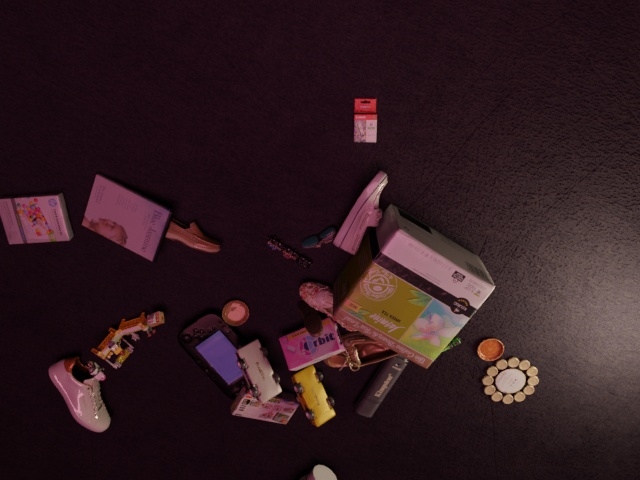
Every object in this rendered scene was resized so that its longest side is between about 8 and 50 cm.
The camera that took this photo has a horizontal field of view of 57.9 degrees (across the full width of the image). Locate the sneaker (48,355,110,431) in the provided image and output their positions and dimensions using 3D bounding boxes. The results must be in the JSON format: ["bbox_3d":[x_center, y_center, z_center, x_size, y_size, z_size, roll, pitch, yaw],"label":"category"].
[{"bbox_3d":[-0.768,0.511,1.916,0.123,0.106,0.290,-24,109,14],"label":"sneaker"}]

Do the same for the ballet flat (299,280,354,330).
[{"bbox_3d":[0.047,0.197,1.775,0.241,0.077,0.091,33,71,-17],"label":"ballet flat"}]

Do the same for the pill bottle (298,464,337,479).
[{"bbox_3d":[-0.042,0.913,2.057,0.131,0.131,0.229,29,111,-11],"label":"pill bottle"}]

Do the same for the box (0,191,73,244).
[{"bbox_3d":[-0.843,-0.065,1.713,0.187,0.038,0.145,-3,113,2],"label":"box"}]

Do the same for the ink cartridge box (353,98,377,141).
[{"bbox_3d":[0.122,-0.328,1.585,0.063,0.029,0.115,1,113,1],"label":"ink cartridge box"}]

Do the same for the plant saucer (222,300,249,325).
[{"bbox_3d":[-0.268,0.227,1.826,0.084,0.015,0.083,-3,103,-13],"label":"plant saucer"}]

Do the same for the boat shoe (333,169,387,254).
[{"bbox_3d":[0.131,-0.073,1.647,0.088,0.096,0.267,32,112,4],"label":"boat shoe"}]

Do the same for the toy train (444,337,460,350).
[{"bbox_3d":[0.413,0.339,1.863,0.083,0.023,0.017,-32,109,13],"label":"toy train"}]

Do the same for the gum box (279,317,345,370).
[{"bbox_3d":[-0.022,0.325,1.817,0.189,0.062,0.107,-24,70,11],"label":"gum box"}]

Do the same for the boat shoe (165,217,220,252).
[{"bbox_3d":[-0.381,-0.021,1.709,0.190,0.068,0.072,19,101,-7],"label":"boat shoe"}]

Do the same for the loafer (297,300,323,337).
[{"bbox_3d":[-0.025,0.245,1.777,0.056,0.148,0.050,-28,131,2],"label":"loafer"}]

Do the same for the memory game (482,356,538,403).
[{"bbox_3d":[0.628,0.464,1.918,0.186,0.012,0.186,1,113,1],"label":"memory game"}]

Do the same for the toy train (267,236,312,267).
[{"bbox_3d":[-0.095,0.037,1.747,0.158,0.027,0.036,32,121,-12],"label":"toy train"}]

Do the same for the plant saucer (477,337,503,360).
[{"bbox_3d":[0.549,0.351,1.871,0.084,0.013,0.083,1,113,2],"label":"plant saucer"}]

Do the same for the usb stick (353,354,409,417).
[{"bbox_3d":[0.199,0.475,1.913,0.077,0.045,0.277,26,111,-8],"label":"usb stick"}]

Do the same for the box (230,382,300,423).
[{"bbox_3d":[-0.180,0.544,1.920,0.207,0.036,0.114,21,113,-28],"label":"box"}]

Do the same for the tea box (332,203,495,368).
[{"bbox_3d":[0.254,0.130,1.672,0.329,0.220,0.323,30,111,-11],"label":"tea box"}]

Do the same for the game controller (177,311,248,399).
[{"bbox_3d":[-0.310,0.373,1.871,0.167,0.067,0.319,-32,109,14],"label":"game controller"}]

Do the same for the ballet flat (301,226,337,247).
[{"bbox_3d":[0.000,0.000,1.724,0.114,0.041,0.041,-27,110,13],"label":"ballet flat"}]

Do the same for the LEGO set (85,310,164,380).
[{"bbox_3d":[-0.602,0.326,1.840,0.287,0.132,0.107,-40,126,-8],"label":"LEGO set"}]

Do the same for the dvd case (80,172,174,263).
[{"bbox_3d":[-0.566,-0.063,1.688,0.253,0.022,0.180,26,111,3],"label":"dvd case"}]

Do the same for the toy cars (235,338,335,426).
[{"bbox_3d":[-0.120,0.462,1.870,0.394,0.176,0.087,29,154,-20],"label":"toy cars"}]

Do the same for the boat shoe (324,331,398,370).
[{"bbox_3d":[0.140,0.345,1.836,0.286,0.089,0.104,-21,111,10],"label":"boat shoe"}]
